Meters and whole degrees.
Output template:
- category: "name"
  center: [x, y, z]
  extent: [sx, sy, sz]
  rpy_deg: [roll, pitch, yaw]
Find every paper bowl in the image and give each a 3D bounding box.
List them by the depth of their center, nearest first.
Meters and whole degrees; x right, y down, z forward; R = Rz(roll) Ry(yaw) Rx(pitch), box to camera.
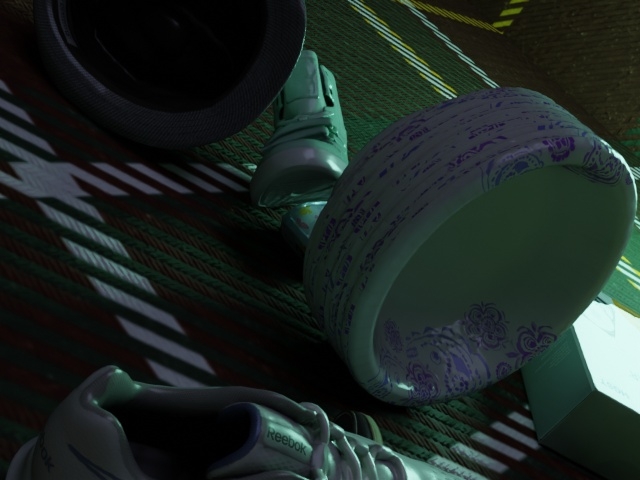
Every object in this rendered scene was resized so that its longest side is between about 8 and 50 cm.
- category: "paper bowl"
  center: [0.117, -0.004, 0.759]
  extent: [0.284, 0.284, 0.148]
  rpy_deg: [11, 32, -41]

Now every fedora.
- category: "fedora"
  center: [-0.150, -0.214, 0.888]
  extent: [0.275, 0.243, 0.124]
  rpy_deg: [29, -2, 2]

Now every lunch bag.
- category: "lunch bag"
  center: [0.000, 0.000, 0.869]
  extent: [0.071, 0.053, 0.083]
  rpy_deg: [48, 19, 14]

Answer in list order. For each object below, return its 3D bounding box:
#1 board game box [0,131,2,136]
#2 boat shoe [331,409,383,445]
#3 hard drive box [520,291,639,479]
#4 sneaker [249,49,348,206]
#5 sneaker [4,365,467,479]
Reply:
- category: "board game box"
  center: [-0.336, -0.058, 0.579]
  extent: [0.136, 0.030, 0.259]
  rpy_deg: [37, 27, -7]
- category: "boat shoe"
  center: [0.009, 0.169, 0.611]
  extent: [0.049, 0.056, 0.152]
  rpy_deg: [37, 27, -14]
- category: "hard drive box"
  center: [0.317, 0.155, 0.971]
  extent: [0.181, 0.089, 0.232]
  rpy_deg: [29, 29, -16]
- category: "sneaker"
  center: [-0.026, -0.113, 0.846]
  extent: [0.256, 0.094, 0.151]
  rpy_deg: [-17, 96, -85]
- category: "sneaker"
  center: [-0.018, 0.146, 0.487]
  extent: [0.297, 0.129, 0.111]
  rpy_deg: [13, 46, -21]
